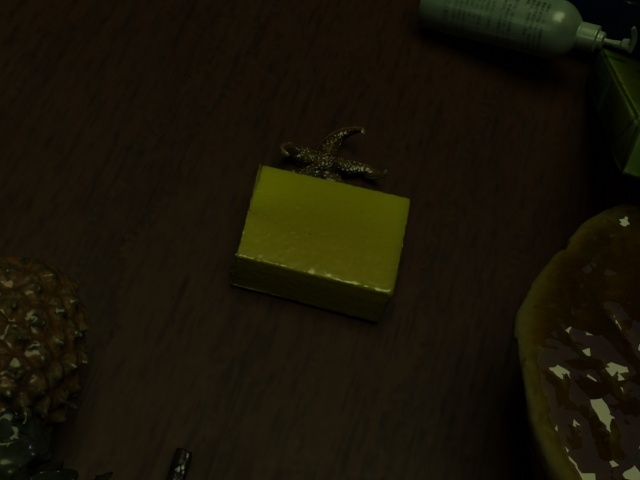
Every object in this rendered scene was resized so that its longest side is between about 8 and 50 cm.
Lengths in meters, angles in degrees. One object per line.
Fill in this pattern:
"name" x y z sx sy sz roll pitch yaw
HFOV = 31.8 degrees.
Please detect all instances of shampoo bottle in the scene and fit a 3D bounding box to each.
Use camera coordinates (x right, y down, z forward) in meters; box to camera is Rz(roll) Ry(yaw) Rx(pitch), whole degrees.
"shampoo bottle" 0.187 -0.196 1.014 0.195 0.056 0.056 19 52 18

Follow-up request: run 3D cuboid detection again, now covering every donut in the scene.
"donut" 0.278 0.130 0.771 0.330 0.160 0.330 1 54 -2

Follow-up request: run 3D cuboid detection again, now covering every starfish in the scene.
"starfish" 0.010 -0.064 0.923 0.091 0.028 0.078 11 56 -8

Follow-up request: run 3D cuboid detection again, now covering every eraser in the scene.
"eraser" 0.000 0.000 0.863 0.122 0.045 0.097 15 54 -1

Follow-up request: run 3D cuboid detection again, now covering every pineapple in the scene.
"pineapple" -0.201 0.146 0.674 0.130 0.119 0.277 11 53 -28

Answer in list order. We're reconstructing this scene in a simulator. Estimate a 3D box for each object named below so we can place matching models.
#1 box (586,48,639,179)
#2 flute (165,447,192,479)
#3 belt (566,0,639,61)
"box" 0.310 -0.084 0.898 0.173 0.043 0.311 18 20 1
"flute" -0.121 0.245 0.680 0.014 0.014 0.269 16 53 -1
"belt" 0.264 -0.323 1.046 0.347 0.117 0.212 45 50 -3
